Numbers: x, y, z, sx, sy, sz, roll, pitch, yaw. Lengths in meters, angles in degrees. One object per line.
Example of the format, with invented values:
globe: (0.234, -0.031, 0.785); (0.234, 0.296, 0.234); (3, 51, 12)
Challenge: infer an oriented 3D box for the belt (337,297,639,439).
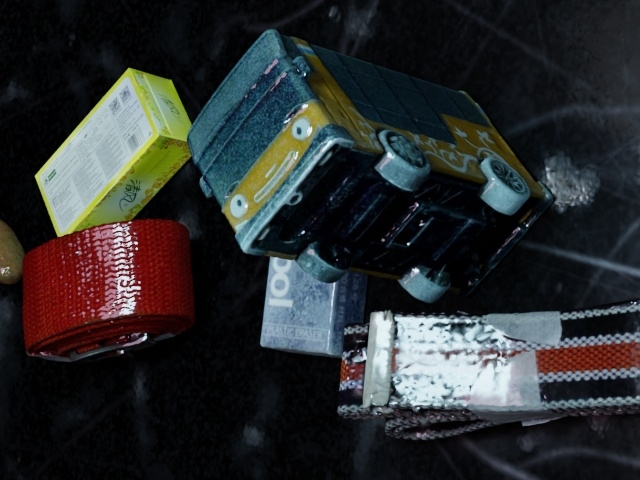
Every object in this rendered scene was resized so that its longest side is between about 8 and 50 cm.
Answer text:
belt: (0.174, 0.099, 1.385); (0.360, 0.126, 0.094); (-7, 69, 35)

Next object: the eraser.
eraser: (0.000, 0.000, 1.596); (0.092, 0.046, 0.212); (3, 85, 42)

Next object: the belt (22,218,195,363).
belt: (-0.212, 0.060, 1.723); (0.201, 0.128, 0.124); (-18, 71, 38)

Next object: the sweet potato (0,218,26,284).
sweet potato: (-0.373, -0.024, 1.937); (0.050, 0.050, 0.214); (-52, 48, 23)

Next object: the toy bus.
toy bus: (0.038, -0.059, 1.418); (0.138, 0.275, 0.167); (-50, 53, 25)

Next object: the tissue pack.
tissue pack: (-0.209, -0.081, 1.786); (0.176, 0.062, 0.095); (-46, 54, 28)
